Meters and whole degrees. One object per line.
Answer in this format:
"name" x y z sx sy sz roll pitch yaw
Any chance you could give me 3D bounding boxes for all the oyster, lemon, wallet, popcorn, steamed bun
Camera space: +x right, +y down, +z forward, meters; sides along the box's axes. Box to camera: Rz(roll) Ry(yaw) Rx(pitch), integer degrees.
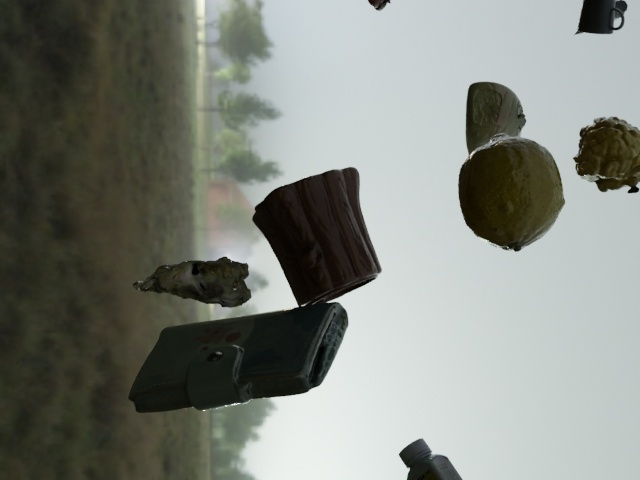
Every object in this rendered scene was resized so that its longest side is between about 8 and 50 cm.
"oyster" -0.210 0.066 1.641 0.061 0.199 0.106 36 73 -77
"lemon" 0.349 -0.087 1.759 0.192 0.192 0.231 105 -19 -72
"wallet" -0.147 0.198 1.644 0.252 0.360 0.083 -63 138 -60
"popcorn" 0.589 -0.169 1.905 0.180 0.180 0.170 120 -44 -80
"steamed bun" 0.446 -0.290 2.429 0.239 0.152 0.170 61 34 -62

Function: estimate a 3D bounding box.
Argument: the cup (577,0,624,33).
"cup" 0.614 -0.491 2.085 0.078 0.100 0.077 -23 122 -50

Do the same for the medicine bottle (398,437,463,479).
"medicine bottle" 0.183 0.391 1.590 0.074 0.055 0.118 -52 -121 33

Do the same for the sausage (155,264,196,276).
"sausage" -0.308 0.074 2.169 0.047 0.176 0.040 -2 90 -51

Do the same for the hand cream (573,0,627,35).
"hand cream" 0.666 -0.527 2.269 0.042 0.067 0.194 58 -11 -3

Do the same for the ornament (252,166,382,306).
"ornament" 0.000 0.000 1.826 0.218 0.235 0.221 67 12 8

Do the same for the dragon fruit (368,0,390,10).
"dragon fruit" 0.124 -0.570 2.104 0.068 0.112 0.126 -8 -96 60
